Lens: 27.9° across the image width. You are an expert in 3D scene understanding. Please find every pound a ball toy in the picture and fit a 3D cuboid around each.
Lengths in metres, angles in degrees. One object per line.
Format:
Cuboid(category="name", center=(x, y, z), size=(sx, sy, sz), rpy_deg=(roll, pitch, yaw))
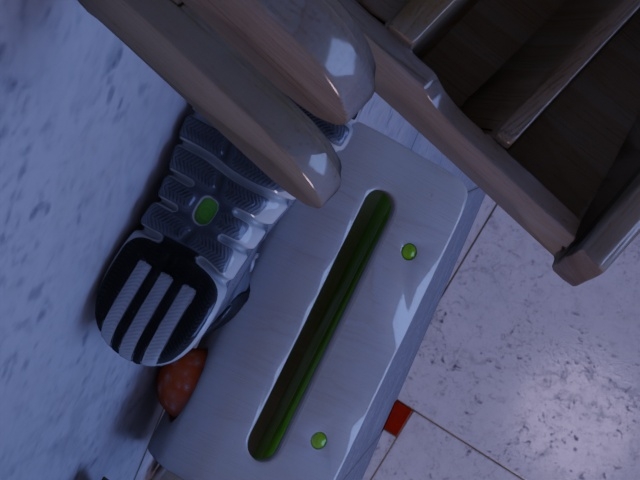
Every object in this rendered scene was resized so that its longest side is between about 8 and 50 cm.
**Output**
Cuboid(category="pound a ball toy", center=(-0.043, 0.072, 0.968), size=(0.319, 0.136, 0.208), rpy_deg=(-63, -166, -6))

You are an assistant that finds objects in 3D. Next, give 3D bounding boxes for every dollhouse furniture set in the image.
Cuboid(category="dollhouse furniture set", center=(0.109, -0.149, 0.525), size=(0.362, 0.256, 0.394), rpy_deg=(-47, 176, -9))

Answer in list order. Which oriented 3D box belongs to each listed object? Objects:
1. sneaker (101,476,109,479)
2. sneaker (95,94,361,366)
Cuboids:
Cuboid(category="sneaker", center=(-0.154, 0.232, 0.900), size=(0.086, 0.064, 0.192), rpy_deg=(-52, 165, -23))
Cuboid(category="sneaker", center=(-0.051, -0.026, 0.779), size=(0.228, 0.086, 0.132), rpy_deg=(-54, 173, -5))
